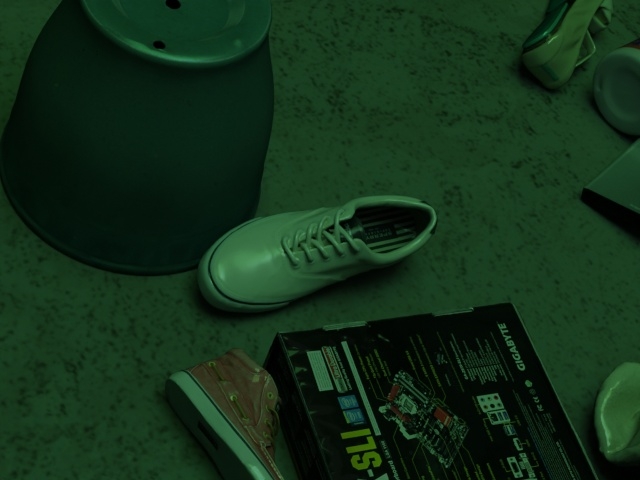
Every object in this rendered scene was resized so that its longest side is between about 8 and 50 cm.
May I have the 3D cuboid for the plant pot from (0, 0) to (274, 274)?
[{"bbox_3d":[-0.161,-0.151,1.399,0.271,0.255,0.272,10,49,-12],"label":"plant pot"}]

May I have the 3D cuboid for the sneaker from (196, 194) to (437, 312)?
[{"bbox_3d":[0.000,0.000,1.428,0.258,0.091,0.094,-19,80,-31],"label":"sneaker"}]

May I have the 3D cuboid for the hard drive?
[{"bbox_3d":[0.374,-0.065,1.658,0.094,0.022,0.135,29,47,27],"label":"hard drive"}]

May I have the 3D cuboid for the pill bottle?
[{"bbox_3d":[0.430,-0.206,1.753,0.193,0.108,0.108,-26,64,-34],"label":"pill bottle"}]

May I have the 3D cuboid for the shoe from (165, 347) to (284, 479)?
[{"bbox_3d":[-0.059,0.173,1.296,0.081,0.063,0.178,-26,60,-29],"label":"shoe"}]

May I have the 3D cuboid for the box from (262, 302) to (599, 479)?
[{"bbox_3d":[0.116,0.216,1.317,0.257,0.079,0.322,-8,55,-23],"label":"box"}]

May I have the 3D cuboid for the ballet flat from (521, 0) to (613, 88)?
[{"bbox_3d":[0.318,-0.273,1.799,0.086,0.086,0.248,30,50,6],"label":"ballet flat"}]

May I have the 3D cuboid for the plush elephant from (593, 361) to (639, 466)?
[{"bbox_3d":[0.400,0.191,1.338,0.272,0.330,0.255,32,25,-9],"label":"plush elephant"}]
